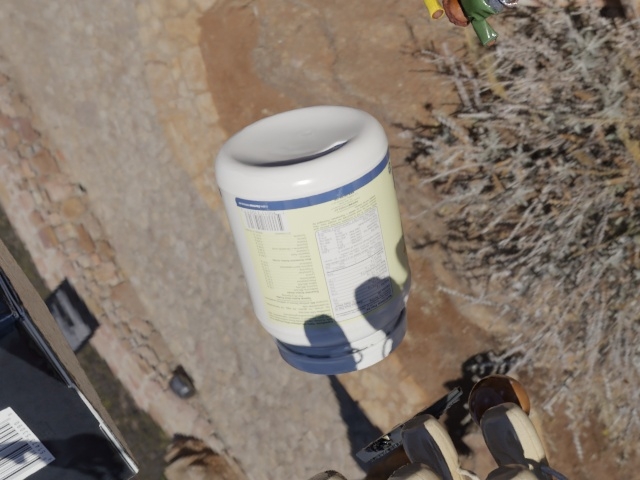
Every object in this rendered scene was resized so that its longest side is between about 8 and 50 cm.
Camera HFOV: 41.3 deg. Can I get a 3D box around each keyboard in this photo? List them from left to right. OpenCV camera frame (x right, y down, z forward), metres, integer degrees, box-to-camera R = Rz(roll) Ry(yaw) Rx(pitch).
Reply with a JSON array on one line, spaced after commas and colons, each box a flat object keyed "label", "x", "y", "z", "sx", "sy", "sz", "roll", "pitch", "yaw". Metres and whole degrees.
[{"label": "keyboard", "x": 0.101, "y": 0.239, "z": 1.054, "sx": 0.023, "sy": 0.108, "sz": 0.180, "roll": 55, "pitch": 147, "yaw": 13}]

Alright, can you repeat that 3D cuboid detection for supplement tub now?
[{"label": "supplement tub", "x": 0.000, "y": 0.000, "z": 1.189, "sx": 0.235, "sy": 0.235, "sz": 0.324, "roll": 13, "pitch": 128, "yaw": 38}]

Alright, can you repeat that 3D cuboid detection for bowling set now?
[{"label": "bowling set", "x": 0.143, "y": 0.215, "z": 0.692, "sx": 0.287, "sy": 0.200, "sz": 0.154, "roll": -21, "pitch": 99, "yaw": 54}]

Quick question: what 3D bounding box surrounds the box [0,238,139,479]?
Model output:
[{"label": "box", "x": -0.578, "y": 0.175, "z": 1.351, "sx": 0.472, "sy": 0.297, "sz": 0.479, "roll": 48, "pitch": 162, "yaw": 38}]

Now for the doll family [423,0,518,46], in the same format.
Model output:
[{"label": "doll family", "x": 0.072, "y": -0.221, "z": 0.562, "sx": 0.111, "sy": 0.076, "sz": 0.192, "roll": 180, "pitch": 79, "yaw": -72}]
